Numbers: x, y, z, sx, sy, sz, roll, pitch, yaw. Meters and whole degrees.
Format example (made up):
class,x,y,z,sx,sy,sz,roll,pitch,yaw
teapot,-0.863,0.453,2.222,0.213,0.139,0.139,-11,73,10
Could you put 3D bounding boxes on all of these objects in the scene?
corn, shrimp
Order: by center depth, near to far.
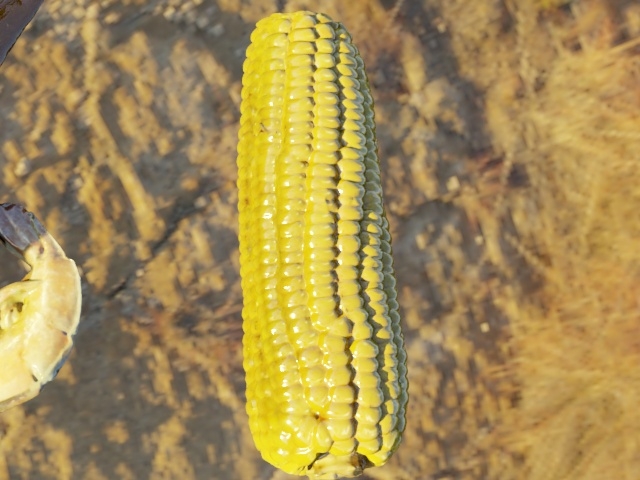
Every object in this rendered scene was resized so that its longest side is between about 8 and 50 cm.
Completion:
class,x,y,z,sx,sy,sz,roll,pitch,yaw
corn,0.000,0.000,0.726,0.080,0.080,0.231,11,69,-37
shrimp,-0.275,0.020,1.139,0.143,0.052,0.251,-38,72,-10

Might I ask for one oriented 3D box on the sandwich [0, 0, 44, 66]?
class,x,y,z,sx,sy,sz,roll,pitch,yaw
sandwich,-0.266,-0.183,1.257,0.187,0.117,0.144,-25,123,-8
